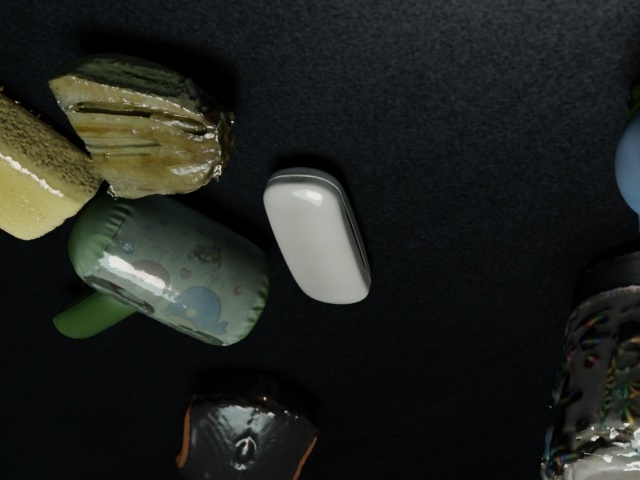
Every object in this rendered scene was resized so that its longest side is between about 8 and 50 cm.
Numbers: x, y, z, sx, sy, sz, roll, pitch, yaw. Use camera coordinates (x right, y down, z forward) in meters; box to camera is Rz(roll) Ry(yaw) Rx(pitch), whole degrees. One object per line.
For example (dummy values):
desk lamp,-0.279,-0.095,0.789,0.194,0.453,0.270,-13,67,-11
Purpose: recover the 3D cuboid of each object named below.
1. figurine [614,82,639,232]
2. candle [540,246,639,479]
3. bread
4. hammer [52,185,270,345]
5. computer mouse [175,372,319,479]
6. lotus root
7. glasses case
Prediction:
figurine,0.306,-0.014,0.658,0.143,0.263,0.162,-22,168,-19
candle,0.292,0.170,0.838,0.187,0.330,0.187,15,145,11
bread,-0.317,-0.082,0.904,0.188,0.068,0.125,36,139,-30
hammer,-0.211,0.053,1.035,0.206,0.119,0.335,32,148,-24
computer mouse,-0.110,0.297,1.328,0.183,0.116,0.323,11,145,-6
lotus root,-0.139,-0.103,0.815,0.144,0.070,0.143,7,139,17
glasses case,0.000,0.000,0.927,0.076,0.049,0.197,1,143,18
